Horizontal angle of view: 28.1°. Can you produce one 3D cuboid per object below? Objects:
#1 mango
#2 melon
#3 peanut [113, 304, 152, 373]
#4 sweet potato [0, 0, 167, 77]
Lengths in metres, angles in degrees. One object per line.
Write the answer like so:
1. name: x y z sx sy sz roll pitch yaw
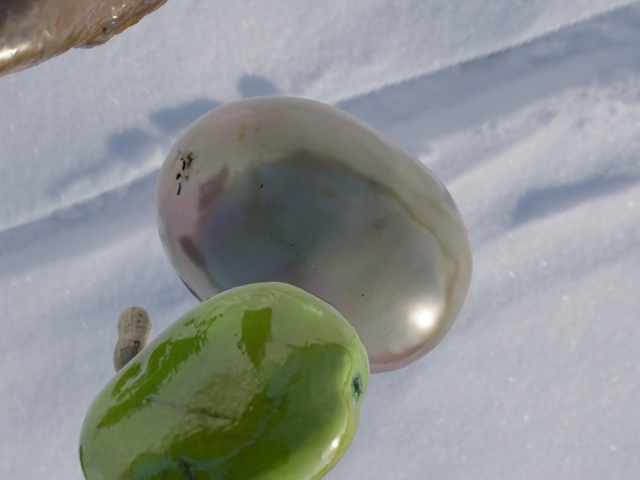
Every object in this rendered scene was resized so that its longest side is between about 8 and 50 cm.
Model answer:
1. mango: -0.048 0.094 0.676 0.163 0.117 0.089 -41 150 4
2. melon: 0.000 0.000 1.133 0.317 0.223 0.223 30 108 -38
3. peanut: -0.185 0.100 1.247 0.037 0.083 0.037 6 143 5
4. sweet potato: -0.110 -0.160 0.594 0.092 0.341 0.114 -27 129 28
